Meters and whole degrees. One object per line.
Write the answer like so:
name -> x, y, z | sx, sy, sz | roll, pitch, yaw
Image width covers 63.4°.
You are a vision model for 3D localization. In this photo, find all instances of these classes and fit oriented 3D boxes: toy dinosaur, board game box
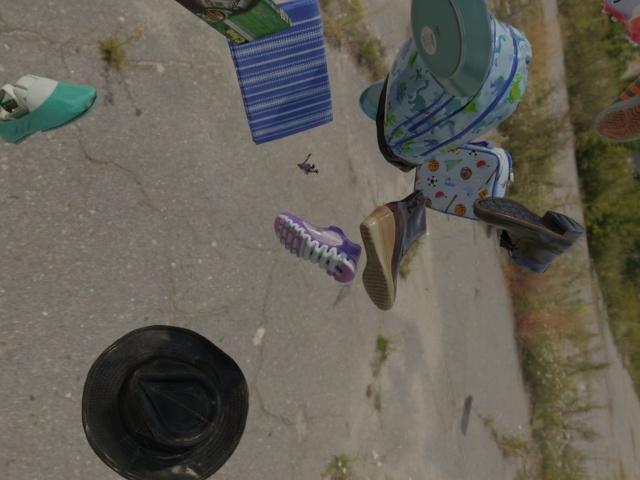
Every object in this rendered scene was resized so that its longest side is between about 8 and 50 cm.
toy dinosaur -> -0.041, -0.198, 1.447 | 0.082, 0.090, 0.047 | -5, 64, -43
board game box -> -0.173, -0.452, 0.992 | 0.260, 0.136, 0.030 | 7, 73, -67

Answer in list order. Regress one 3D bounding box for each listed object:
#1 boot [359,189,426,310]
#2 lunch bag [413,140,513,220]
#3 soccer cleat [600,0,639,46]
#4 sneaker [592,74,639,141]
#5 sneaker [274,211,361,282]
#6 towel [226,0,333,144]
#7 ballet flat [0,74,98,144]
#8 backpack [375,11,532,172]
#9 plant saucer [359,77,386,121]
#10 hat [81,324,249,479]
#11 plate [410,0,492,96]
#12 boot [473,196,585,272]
boot -> 0.190, 0.023, 1.226 | 0.207, 0.090, 0.248 | -28, 118, -35
lunch bag -> 0.443, -0.199, 1.622 | 0.115, 0.303, 0.243 | -14, 116, -47
soccer cleat -> 0.558, -0.402, 0.889 | 0.083, 0.095, 0.248 | 26, 41, -8
sneaker -> 0.746, -0.326, 1.164 | 0.108, 0.302, 0.121 | 38, 74, 1
sneaker -> 0.000, 0.000, 1.247 | 0.104, 0.236, 0.095 | -52, 171, -36
towel -> -0.098, -0.428, 1.335 | 0.040, 0.243, 0.335 | -124, -162, -48
ballet flat -> -0.463, -0.215, 0.831 | 0.087, 0.247, 0.083 | 47, 47, -41
backpack -> 0.276, -0.335, 1.125 | 0.273, 0.356, 0.290 | 23, 74, -38
plant saucer -> 0.292, -0.471, 1.776 | 0.318, 0.318, 0.043 | 31, 65, -52
hat -> -0.291, 0.311, 0.992 | 0.332, 0.134, 0.331 | 5, 71, -15
plate -> 0.161, -0.278, 0.686 | 0.188, 0.024, 0.188 | 157, -90, -79
boot -> 0.331, -0.002, 0.871 | 0.219, 0.106, 0.082 | 12, 32, -20
